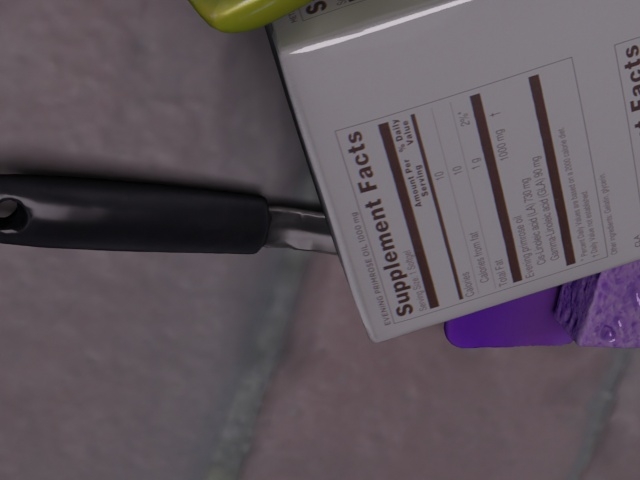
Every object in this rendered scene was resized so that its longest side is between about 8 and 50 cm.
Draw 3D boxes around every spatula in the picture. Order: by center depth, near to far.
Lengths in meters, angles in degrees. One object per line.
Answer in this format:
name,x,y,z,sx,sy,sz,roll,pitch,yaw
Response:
spatula,0.000,0.000,0.694,0.296,0.030,0.084,6,113,-15

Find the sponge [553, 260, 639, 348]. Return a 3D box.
sponge,0.215,-0.008,0.729,0.210,0.031,0.117,2,114,-19

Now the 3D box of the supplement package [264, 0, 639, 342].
supplement package,0.104,-0.086,0.600,0.244,0.139,0.134,-17,130,1

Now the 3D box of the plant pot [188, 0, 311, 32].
plant pot,-0.009,-0.212,0.479,0.228,0.227,0.207,-31,146,1
